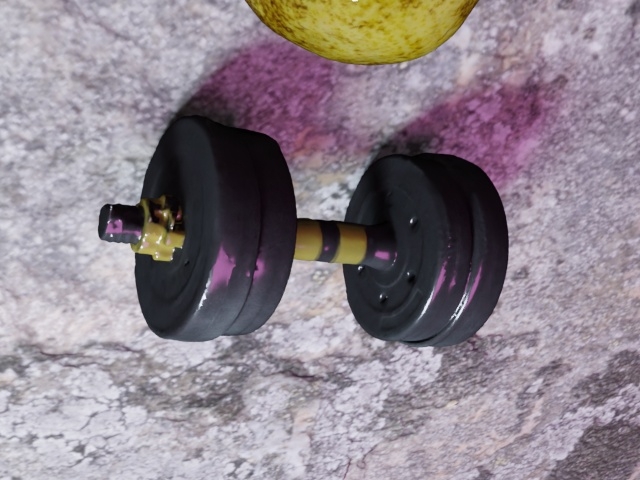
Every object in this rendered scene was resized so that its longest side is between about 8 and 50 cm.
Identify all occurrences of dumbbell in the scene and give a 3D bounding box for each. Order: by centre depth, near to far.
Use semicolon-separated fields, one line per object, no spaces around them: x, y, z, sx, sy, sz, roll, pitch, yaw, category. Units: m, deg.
0.000;0.000;0.815;0.389;0.185;0.185;5;128;-30;dumbbell

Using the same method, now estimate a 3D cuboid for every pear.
0.025;-0.216;0.603;0.197;0.197;0.197;-14;135;-14;pear
